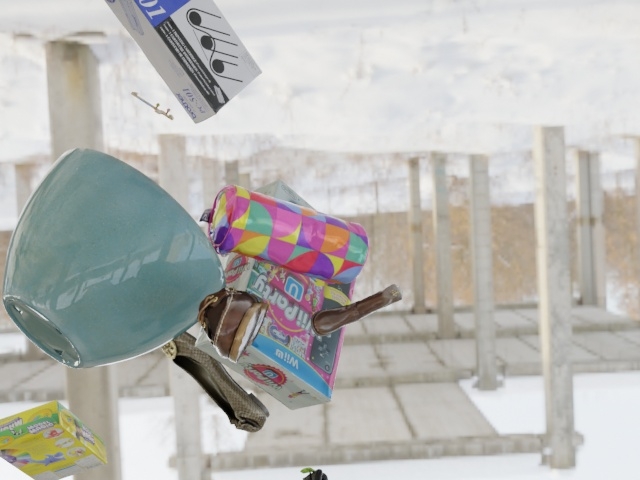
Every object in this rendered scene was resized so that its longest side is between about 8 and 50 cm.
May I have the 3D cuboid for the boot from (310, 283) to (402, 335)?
[{"bbox_3d":[0.054,0.096,1.290,0.114,0.037,0.106,-24,177,34],"label":"boot"}]

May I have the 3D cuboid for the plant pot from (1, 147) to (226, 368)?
[{"bbox_3d":[-0.299,0.052,1.203,0.290,0.290,0.195,0,-138,48],"label":"plant pot"}]

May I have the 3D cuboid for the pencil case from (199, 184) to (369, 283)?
[{"bbox_3d":[-0.049,-0.004,1.281,0.236,0.104,0.104,15,173,-29],"label":"pencil case"}]

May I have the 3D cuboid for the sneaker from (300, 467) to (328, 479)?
[{"bbox_3d":[0.047,0.401,1.283,0.235,0.097,0.084,32,168,28],"label":"sneaker"}]

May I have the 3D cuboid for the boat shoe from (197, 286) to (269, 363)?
[{"bbox_3d":[-0.106,0.091,1.044,0.073,0.073,0.207,25,177,0],"label":"boat shoe"}]

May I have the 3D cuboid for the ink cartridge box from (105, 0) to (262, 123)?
[{"bbox_3d":[-0.162,-0.244,1.027,0.046,0.207,0.097,-16,-154,47],"label":"ink cartridge box"}]

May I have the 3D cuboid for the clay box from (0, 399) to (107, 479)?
[{"bbox_3d":[-0.466,0.340,1.551,0.127,0.053,0.222,-19,144,2],"label":"clay box"}]

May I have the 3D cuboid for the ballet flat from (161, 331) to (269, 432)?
[{"bbox_3d":[-0.191,0.240,1.565,0.058,0.250,0.084,-49,-171,-30],"label":"ballet flat"}]

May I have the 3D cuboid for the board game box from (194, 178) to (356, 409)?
[{"bbox_3d":[-0.057,0.088,1.491,0.097,0.303,0.224,-20,133,40],"label":"board game box"}]

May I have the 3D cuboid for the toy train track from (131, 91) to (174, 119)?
[{"bbox_3d":[-0.285,-0.233,1.563,0.083,0.014,0.048,32,-169,1],"label":"toy train track"}]
